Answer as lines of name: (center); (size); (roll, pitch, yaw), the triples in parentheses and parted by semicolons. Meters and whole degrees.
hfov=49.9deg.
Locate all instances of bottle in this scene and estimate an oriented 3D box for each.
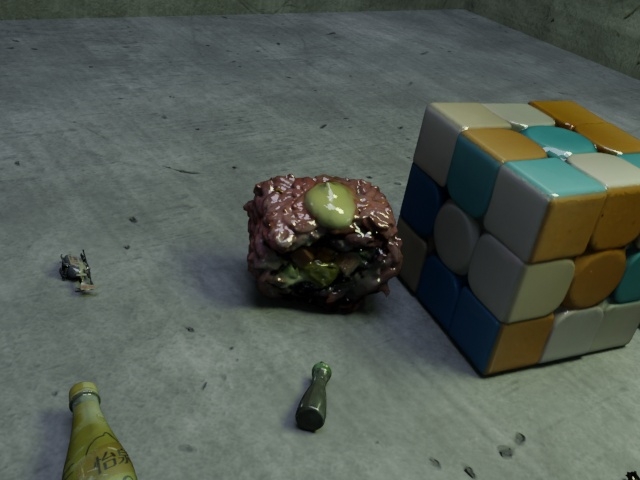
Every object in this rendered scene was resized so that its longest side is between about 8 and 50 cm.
bottle: (-0.261, 0.267, 0.806); (0.083, 0.083, 0.270); (-5, 33, -22)

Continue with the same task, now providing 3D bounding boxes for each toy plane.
toy plane: (-0.410, 0.052, 1.160); (0.049, 0.031, 0.121); (0, 29, -32)

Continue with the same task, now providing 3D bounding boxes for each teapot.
teapot: (-0.005, 0.221, 0.992); (0.042, 0.043, 0.111); (13, 29, 5)

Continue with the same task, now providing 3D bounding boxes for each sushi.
sushi: (0.000, 0.000, 1.175); (0.269, 0.237, 0.171); (7, 40, -12)

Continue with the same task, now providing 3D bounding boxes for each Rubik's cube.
Rubik's cube: (0.367, -0.024, 1.202); (0.344, 0.347, 0.347); (-5, 33, -24)

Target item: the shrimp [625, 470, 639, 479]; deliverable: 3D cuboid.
shrimp: (0.409, 0.359, 0.893); (0.091, 0.034, 0.161); (10, 32, 2)
